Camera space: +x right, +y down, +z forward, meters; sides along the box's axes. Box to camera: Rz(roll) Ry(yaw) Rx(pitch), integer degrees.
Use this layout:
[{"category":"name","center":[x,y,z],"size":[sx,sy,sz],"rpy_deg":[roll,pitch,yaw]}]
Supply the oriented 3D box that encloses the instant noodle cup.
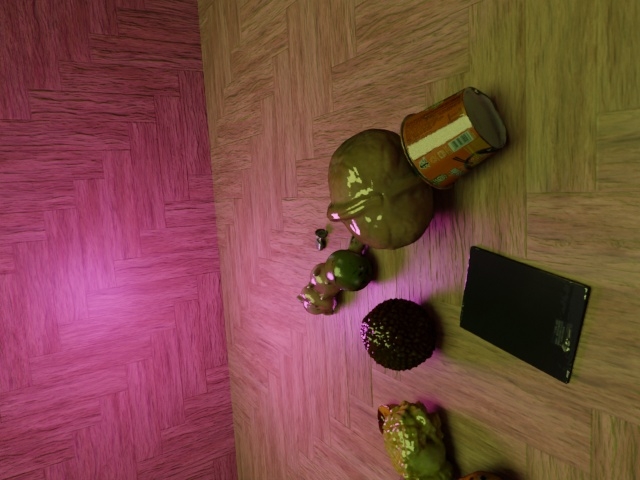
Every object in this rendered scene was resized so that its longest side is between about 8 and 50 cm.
[{"category":"instant noodle cup","center":[0.348,-0.272,1.185],"size":[0.182,0.230,0.230],"rpy_deg":[-30,70,47]}]

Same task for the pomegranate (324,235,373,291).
[{"category":"pomegranate","center":[0.103,0.089,1.708],"size":[0.179,0.179,0.210],"rpy_deg":[135,141,-53]}]

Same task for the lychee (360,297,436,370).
[{"category":"lychee","center":[0.240,0.295,1.448],"size":[0.236,0.271,0.235],"rpy_deg":[-4,82,33]}]

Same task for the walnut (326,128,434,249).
[{"category":"walnut","center":[0.178,-0.150,1.354],"size":[0.381,0.381,0.381],"rpy_deg":[19,112,56]}]

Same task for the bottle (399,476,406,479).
[{"category":"bottle","center":[0.310,0.837,1.627],"size":[0.053,0.053,0.140],"rpy_deg":[37,127,50]}]

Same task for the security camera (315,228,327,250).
[{"category":"security camera","center":[0.000,0.000,1.968],"size":[0.058,0.058,0.092],"rpy_deg":[57,153,35]}]

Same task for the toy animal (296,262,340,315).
[{"category":"toy animal","center":[0.002,0.200,1.896],"size":[0.166,0.154,0.250],"rpy_deg":[39,127,20]}]

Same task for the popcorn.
[{"category":"popcorn","center":[0.304,0.666,1.492],"size":[0.225,0.174,0.285],"rpy_deg":[-25,84,66]}]

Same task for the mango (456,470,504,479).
[{"category":"mango","center":[0.446,0.765,1.303],"size":[0.329,0.176,0.176],"rpy_deg":[95,174,-53]}]

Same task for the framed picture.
[{"category":"framed picture","center":[0.509,0.180,1.201],"size":[0.339,0.014,0.255],"rpy_deg":[27,119,54]}]

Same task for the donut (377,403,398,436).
[{"category":"donut","center":[0.261,0.659,1.663],"size":[0.140,0.059,0.140],"rpy_deg":[20,114,55]}]
